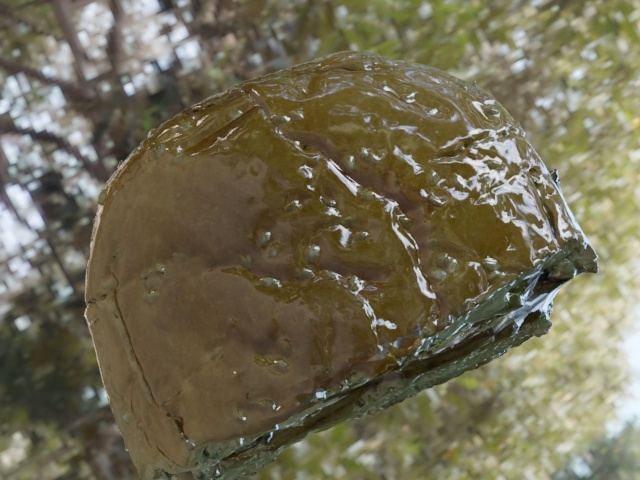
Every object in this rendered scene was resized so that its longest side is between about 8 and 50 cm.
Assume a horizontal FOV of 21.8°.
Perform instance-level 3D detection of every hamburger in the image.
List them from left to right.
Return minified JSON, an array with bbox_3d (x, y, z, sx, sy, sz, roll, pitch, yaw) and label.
[{"bbox_3d":[0.000,0.000,0.958,0.211,0.309,0.132,59,-14,20],"label":"hamburger"}]
